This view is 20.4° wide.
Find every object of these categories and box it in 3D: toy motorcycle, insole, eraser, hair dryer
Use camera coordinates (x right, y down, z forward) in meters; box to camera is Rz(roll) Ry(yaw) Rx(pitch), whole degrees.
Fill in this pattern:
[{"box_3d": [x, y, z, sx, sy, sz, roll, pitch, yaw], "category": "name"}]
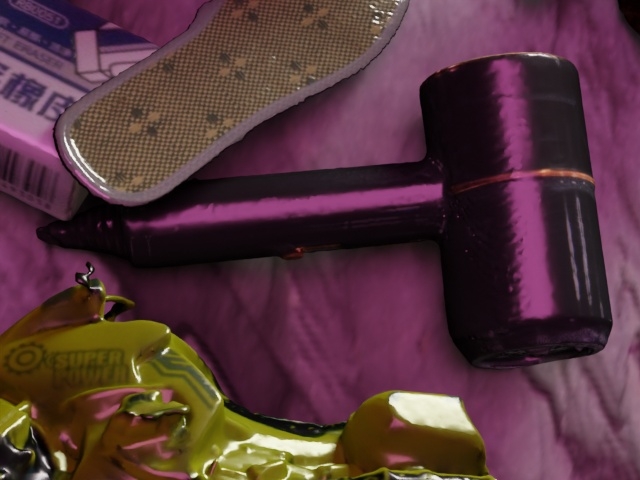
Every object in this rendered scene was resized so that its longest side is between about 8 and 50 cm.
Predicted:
[{"box_3d": [-0.068, 0.125, 1.032, 0.342, 0.142, 0.206, 13, 43, -9], "category": "toy motorcycle"}, {"box_3d": [-0.043, -0.122, 1.129, 0.109, 0.007, 0.322, 45, 54, 6], "category": "insole"}, {"box_3d": [-0.219, -0.110, 1.110, 0.210, 0.068, 0.124, 27, 52, 2], "category": "eraser"}, {"box_3d": [0.000, 0.000, 1.119, 0.352, 0.107, 0.189, -7, 77, -1], "category": "hair dryer"}]

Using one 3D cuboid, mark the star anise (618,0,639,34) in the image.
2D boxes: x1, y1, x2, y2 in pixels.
[{"box_3d": [0.232, -0.240, 1.193, 0.190, 0.126, 0.220, 16, 76, 1], "category": "star anise"}]
